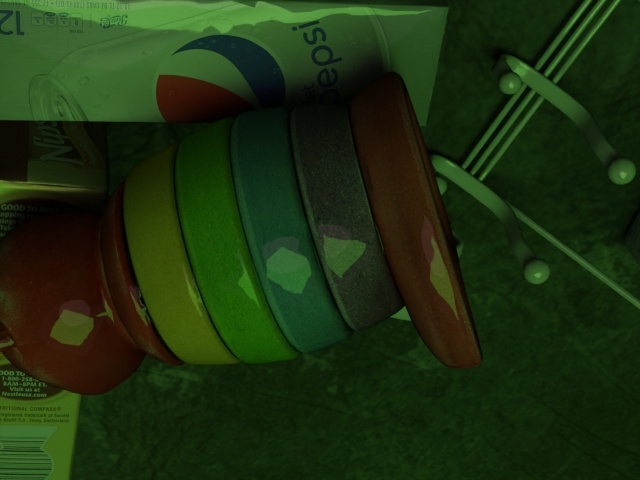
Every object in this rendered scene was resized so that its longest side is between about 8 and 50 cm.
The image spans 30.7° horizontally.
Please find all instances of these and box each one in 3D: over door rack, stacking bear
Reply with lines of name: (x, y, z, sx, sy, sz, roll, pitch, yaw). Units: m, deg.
over door rack: (0.274, -0.049, 0.927, 0.324, 0.108, 0.239, 32, 118, -6)
stacking bear: (-0.067, 0.013, 0.717, 0.289, 0.175, 0.164, -16, 121, 8)

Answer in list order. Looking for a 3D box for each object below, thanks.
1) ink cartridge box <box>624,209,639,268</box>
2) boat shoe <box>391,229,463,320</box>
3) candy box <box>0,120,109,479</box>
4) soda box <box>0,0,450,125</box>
ink cartridge box: (0.454, -0.033, 1.053, 0.311, 0.065, 0.185, 10, 123, -14)
boat shoe: (0.000, 0.000, 0.979, 0.268, 0.096, 0.088, 15, 119, -21)
candy box: (-0.225, 0.035, 0.907, 0.088, 0.183, 0.316, 4, 126, -16)
soda box: (-0.070, -0.136, 0.749, 0.286, 0.098, 0.091, 0, 128, -12)
